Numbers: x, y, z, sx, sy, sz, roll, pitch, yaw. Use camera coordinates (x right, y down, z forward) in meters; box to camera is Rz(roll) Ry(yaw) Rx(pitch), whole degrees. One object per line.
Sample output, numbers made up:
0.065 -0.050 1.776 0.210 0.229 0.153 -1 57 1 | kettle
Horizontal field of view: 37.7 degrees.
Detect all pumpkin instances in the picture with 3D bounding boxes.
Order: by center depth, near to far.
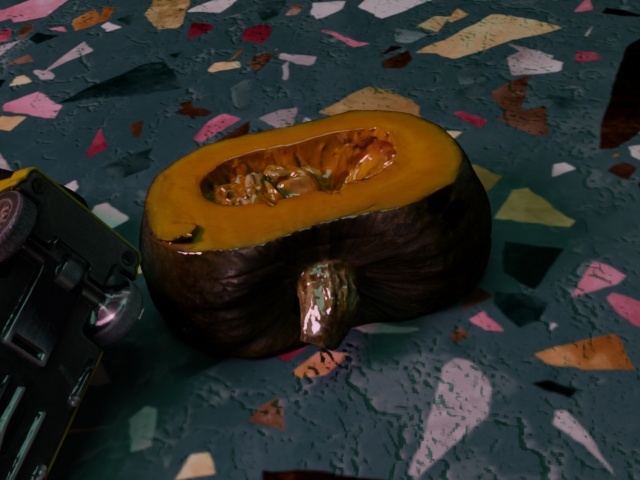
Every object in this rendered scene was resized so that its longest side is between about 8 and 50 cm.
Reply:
0.000 0.000 0.825 0.317 0.139 0.222 -10 37 -5 | pumpkin

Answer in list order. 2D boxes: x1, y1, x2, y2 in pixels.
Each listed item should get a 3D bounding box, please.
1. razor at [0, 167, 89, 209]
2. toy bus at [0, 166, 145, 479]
-0.391 -0.015 0.925 0.349 0.114 0.204 21 47 32 | razor
-0.267 0.116 0.692 0.152 0.144 0.330 -6 52 38 | toy bus
